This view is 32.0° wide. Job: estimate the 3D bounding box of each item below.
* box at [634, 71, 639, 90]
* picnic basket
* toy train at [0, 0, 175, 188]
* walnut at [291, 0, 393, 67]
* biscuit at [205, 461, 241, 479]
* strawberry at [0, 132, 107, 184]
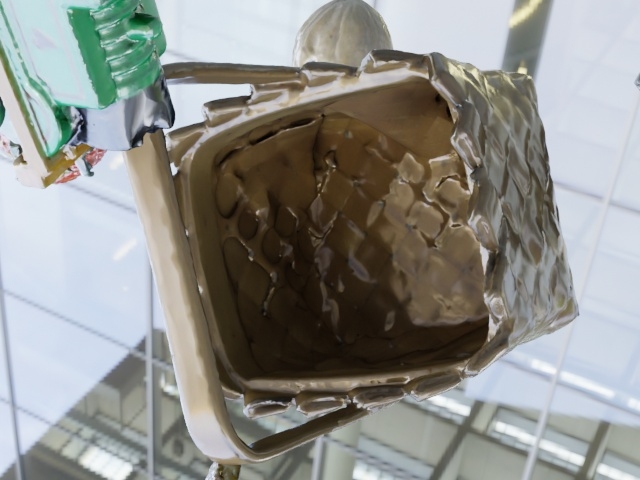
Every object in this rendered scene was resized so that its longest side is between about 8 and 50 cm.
[{"bbox_3d":[0.520,-0.128,1.270,0.211,0.058,0.350,30,-173,-21],"label":"box"},{"bbox_3d":[0.000,0.000,0.793,0.291,0.254,0.321,-13,180,37],"label":"picnic basket"},{"bbox_3d":[-0.134,-0.121,0.552,0.136,0.227,0.091,9,-138,28],"label":"toy train"},{"bbox_3d":[0.029,-0.232,1.453,0.140,0.162,0.140,-3,-152,2],"label":"walnut"},{"bbox_3d":[-0.092,0.268,0.797,0.026,0.131,0.237,16,-142,-10],"label":"biscuit"},{"bbox_3d":[-0.252,-0.124,1.078,0.131,0.131,0.148,27,-117,25],"label":"strawberry"}]
